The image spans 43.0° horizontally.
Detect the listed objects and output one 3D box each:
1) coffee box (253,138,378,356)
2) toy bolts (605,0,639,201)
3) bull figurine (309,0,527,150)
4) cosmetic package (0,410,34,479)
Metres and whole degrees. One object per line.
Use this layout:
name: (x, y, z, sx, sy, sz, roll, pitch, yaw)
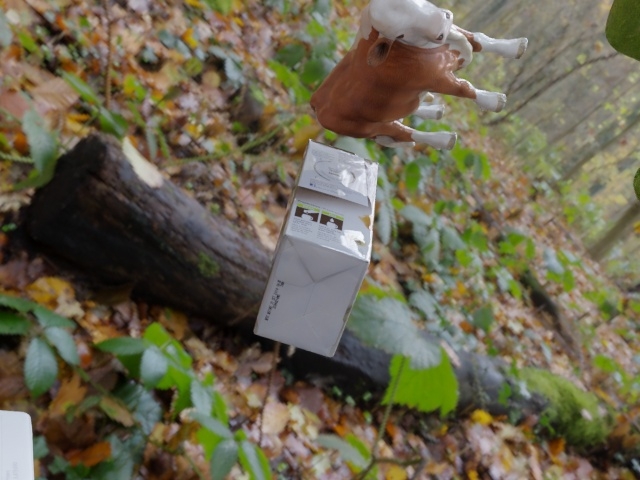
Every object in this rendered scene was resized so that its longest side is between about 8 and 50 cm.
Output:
coffee box: (0.000, 0.000, 0.968, 0.098, 0.141, 0.246, 17, 32, -4)
toy bolts: (0.222, -0.015, 0.263, 0.218, 0.159, 0.228, 130, -44, -77)
bull figurine: (0.098, -0.182, 0.878, 0.189, 0.101, 0.310, 16, -15, -17)
cosmetic package: (-0.334, 0.227, 0.635, 0.184, 0.151, 0.151, 12, 14, -24)
